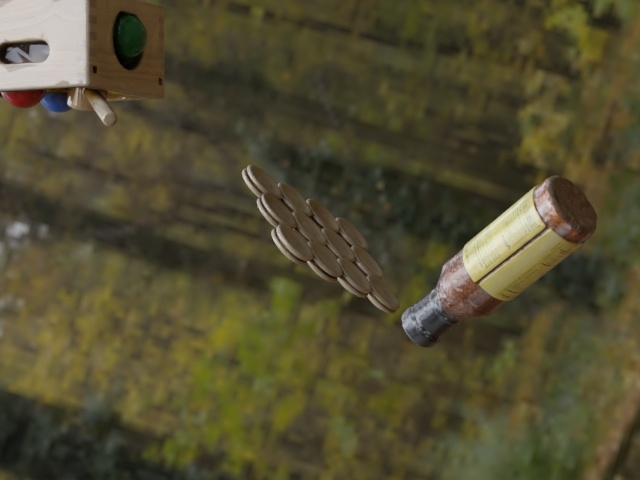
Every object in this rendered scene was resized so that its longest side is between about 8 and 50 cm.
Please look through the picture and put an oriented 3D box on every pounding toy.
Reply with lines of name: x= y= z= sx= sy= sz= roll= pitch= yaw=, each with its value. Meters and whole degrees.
pounding toy: x=-0.179 y=-0.127 z=1.433 sx=0.130 sy=0.141 sz=0.100 roll=2 pitch=-92 yaw=-65

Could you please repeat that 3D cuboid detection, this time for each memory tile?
memory tile: x=0.000 y=0.000 z=1.559 sx=0.012 sy=0.148 sz=0.113 roll=-44 pitch=45 yaw=17

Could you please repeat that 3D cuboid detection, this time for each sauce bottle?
sauce bottle: x=0.095 y=0.014 z=1.080 sx=0.128 sy=0.042 sz=0.042 roll=-39 pitch=16 yaw=33
